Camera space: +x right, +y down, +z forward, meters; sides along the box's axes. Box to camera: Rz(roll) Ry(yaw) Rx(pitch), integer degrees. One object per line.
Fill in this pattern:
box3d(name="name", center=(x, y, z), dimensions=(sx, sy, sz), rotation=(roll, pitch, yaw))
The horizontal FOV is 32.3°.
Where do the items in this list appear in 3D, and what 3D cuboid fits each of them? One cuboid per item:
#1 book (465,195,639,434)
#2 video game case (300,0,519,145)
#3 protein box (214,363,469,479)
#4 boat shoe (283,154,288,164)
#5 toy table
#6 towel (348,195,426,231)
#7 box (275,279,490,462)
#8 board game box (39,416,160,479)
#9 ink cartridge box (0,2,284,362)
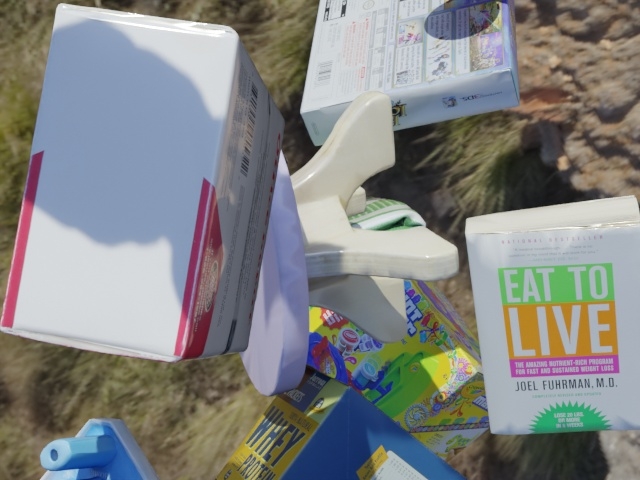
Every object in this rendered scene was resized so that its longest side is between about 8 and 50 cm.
box3d(name="book", center=(0.140, 0.049, 0.645), dimensions=(0.096, 0.035, 0.144), rotation=(-5, 120, 13))
box3d(name="video game case", center=(0.112, -0.238, 1.333), dimensions=(0.244, 0.269, 0.061), rotation=(-11, 132, 17))
box3d(name="protein box", center=(0.018, 0.266, 1.093), dimensions=(0.201, 0.199, 0.136), rotation=(40, 170, -17))
box3d(name="boat shoe", center=(-0.085, -0.110, 1.713), dimensions=(0.066, 0.066, 0.183), rotation=(3, 144, 2))
box3d(name="toy table", center=(0.000, 0.000, 1.048), dimensions=(0.252, 0.161, 0.274), rotation=(-130, 33, -49))
box3d(name="towel", center=(-0.031, 0.002, 1.336), dimensions=(0.325, 0.248, 0.038), rotation=(-166, 55, -75))
box3d(name="box", center=(0.094, 0.202, 1.678), dimensions=(0.279, 0.177, 0.290), rotation=(-43, 53, 10))
box3d(name="board game box", center=(-0.154, 0.375, 0.662), dimensions=(0.390, 0.050, 0.390), rotation=(-49, 63, 21))
box3d(name="ink cartridge box", center=(-0.092, -0.022, 0.662), dimensions=(0.100, 0.237, 0.171), rotation=(9, 87, 5))
